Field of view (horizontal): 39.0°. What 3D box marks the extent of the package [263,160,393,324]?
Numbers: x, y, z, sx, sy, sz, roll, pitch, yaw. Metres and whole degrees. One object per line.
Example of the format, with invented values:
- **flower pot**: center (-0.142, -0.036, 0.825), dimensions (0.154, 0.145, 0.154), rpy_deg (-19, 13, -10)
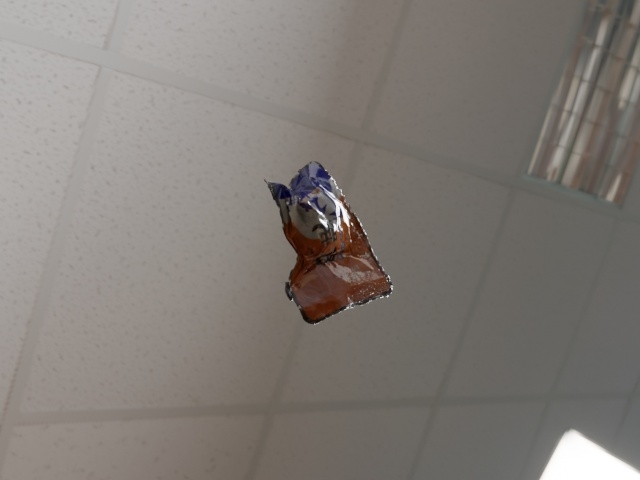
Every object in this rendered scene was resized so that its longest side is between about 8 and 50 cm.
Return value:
- **package**: center (0.000, 0.000, 0.633), dimensions (0.077, 0.033, 0.110), rpy_deg (-22, -92, -48)
